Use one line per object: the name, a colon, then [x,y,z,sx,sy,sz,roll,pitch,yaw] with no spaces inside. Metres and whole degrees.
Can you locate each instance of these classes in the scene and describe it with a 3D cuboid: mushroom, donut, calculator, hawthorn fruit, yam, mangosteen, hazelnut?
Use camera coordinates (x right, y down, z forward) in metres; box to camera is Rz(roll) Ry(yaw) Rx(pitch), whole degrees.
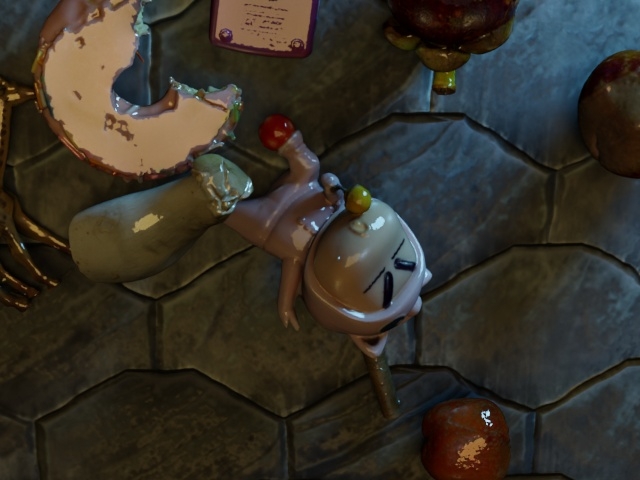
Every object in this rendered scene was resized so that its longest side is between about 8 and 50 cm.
mushroom: [-0.177,-0.018,1.024,0.225,0.093,0.116,-17,145,23]
donut: [-0.212,-0.173,1.010,0.199,0.085,0.233,-34,106,3]
calculator: [-0.057,-0.305,1.019,0.127,0.034,0.190,5,105,-9]
hawthorn fruit: [0.186,0.260,1.159,0.128,0.128,0.128,-2,105,-6]
yam: [0.075,0.162,1.160,0.032,0.032,0.145,-17,105,-1]
mangosteen: [0.152,-0.264,1.007,0.146,0.156,0.181,-45,137,-19]
hazelnut: [0.379,-0.151,1.060,0.143,0.143,0.154,-30,90,2]

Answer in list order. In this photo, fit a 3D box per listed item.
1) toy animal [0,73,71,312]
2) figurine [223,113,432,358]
toy animal: [-0.366,-0.049,1.046,0.149,0.054,0.275,-15,105,-5]
figurine: [0.000,0.000,1.041,0.287,0.186,0.176,46,71,1]
